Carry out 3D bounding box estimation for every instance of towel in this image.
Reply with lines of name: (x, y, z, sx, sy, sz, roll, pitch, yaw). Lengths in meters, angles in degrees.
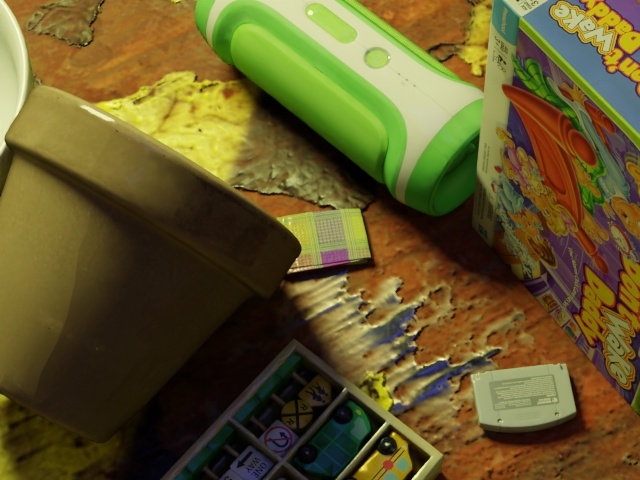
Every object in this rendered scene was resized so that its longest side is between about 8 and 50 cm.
towel: (0.000, 0.000, 1.401, 0.083, 0.009, 0.060, -9, 60, -4)

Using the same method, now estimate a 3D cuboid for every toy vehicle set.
toy vehicle set: (-0.046, 0.226, 1.262, 0.166, 0.035, 0.267, 36, 68, 20)

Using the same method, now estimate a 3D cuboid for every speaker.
speaker: (0.025, -0.151, 1.417, 0.296, 0.131, 0.131, 40, 69, 21)

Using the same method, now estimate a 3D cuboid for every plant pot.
plant pot: (-0.179, 0.035, 1.274, 0.263, 0.263, 0.229, 28, 83, 16)

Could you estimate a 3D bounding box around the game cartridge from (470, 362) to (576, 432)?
game cartridge: (0.172, 0.135, 1.317, 0.083, 0.017, 0.056, -6, 57, -1)

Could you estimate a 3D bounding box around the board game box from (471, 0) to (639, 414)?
board game box: (0.227, -0.035, 1.220, 0.078, 0.347, 0.233, -33, 64, -15)

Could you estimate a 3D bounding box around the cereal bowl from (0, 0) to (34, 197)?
cereal bowl: (-0.415, -0.095, 1.394, 0.339, 0.141, 0.339, -1, 61, 2)
